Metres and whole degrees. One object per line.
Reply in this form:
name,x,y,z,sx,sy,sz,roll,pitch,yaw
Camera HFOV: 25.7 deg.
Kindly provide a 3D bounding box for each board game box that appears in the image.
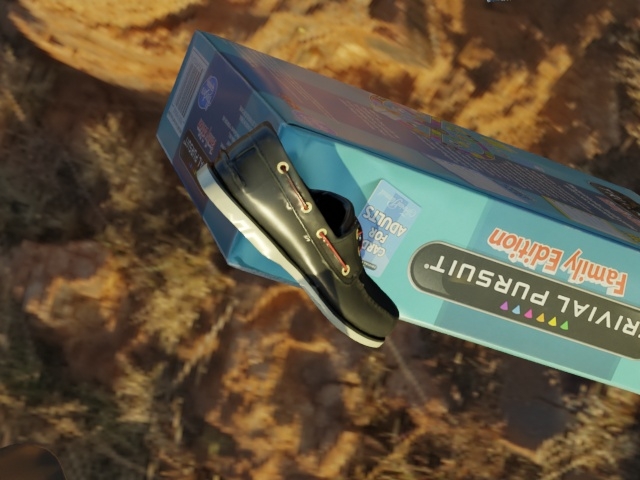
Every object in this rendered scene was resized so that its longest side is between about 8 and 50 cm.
board game box,0.087,-0.011,0.827,0.079,0.336,0.254,-67,20,12

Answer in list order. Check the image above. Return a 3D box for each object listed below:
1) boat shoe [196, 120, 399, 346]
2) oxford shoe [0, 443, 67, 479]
boat shoe,0.001,0.001,0.618,0.042,0.133,0.049,-38,37,5
oxford shoe,-0.165,0.142,0.677,0.212,0.076,0.076,-3,104,62
